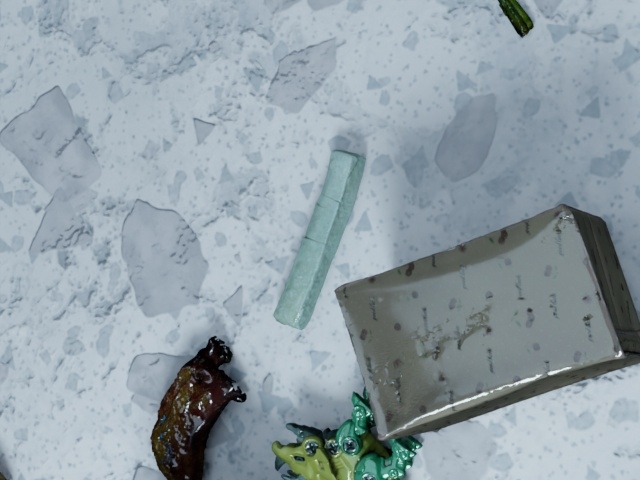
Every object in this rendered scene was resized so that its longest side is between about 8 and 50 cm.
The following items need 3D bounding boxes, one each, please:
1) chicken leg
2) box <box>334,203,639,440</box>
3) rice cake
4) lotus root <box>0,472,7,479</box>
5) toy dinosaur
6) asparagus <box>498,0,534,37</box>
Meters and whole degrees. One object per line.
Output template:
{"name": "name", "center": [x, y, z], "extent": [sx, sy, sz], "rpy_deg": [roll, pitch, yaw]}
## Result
{"name": "chicken leg", "center": [-0.170, 0.240, 1.816], "extent": [0.105, 0.063, 0.233], "rpy_deg": [31, 102, 25]}
{"name": "box", "center": [0.204, 0.099, 1.581], "extent": [0.297, 0.225, 0.190], "rpy_deg": [-22, 78, 19]}
{"name": "rice cake", "center": [0.000, 0.000, 1.764], "extent": [0.045, 0.042, 0.245], "rpy_deg": [24, 96, 32]}
{"name": "lotus root", "center": [-0.560, 0.387, 1.934], "extent": [0.260, 0.128, 0.145], "rpy_deg": [-15, 93, 22]}
{"name": "toy dinosaur", "center": [0.069, 0.296, 1.706], "extent": [0.259, 0.094, 0.153], "rpy_deg": [37, 102, 11]}
{"name": "asparagus", "center": [0.196, -0.352, 1.708], "extent": [0.232, 0.022, 0.023], "rpy_deg": [56, 151, 12]}
